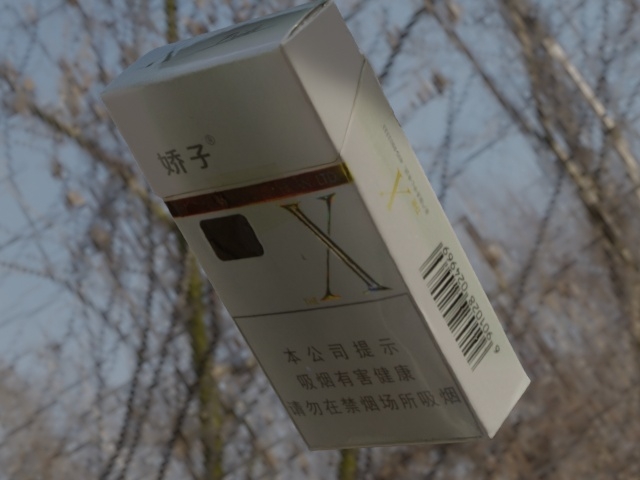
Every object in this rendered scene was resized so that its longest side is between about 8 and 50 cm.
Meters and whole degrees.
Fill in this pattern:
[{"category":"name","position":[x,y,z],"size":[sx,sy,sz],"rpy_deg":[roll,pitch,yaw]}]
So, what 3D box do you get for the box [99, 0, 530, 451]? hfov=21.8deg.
[{"category":"box","position":[0.000,0.000,0.557],"size":[0.084,0.154,0.040],"rpy_deg":[-8,30,43]}]
